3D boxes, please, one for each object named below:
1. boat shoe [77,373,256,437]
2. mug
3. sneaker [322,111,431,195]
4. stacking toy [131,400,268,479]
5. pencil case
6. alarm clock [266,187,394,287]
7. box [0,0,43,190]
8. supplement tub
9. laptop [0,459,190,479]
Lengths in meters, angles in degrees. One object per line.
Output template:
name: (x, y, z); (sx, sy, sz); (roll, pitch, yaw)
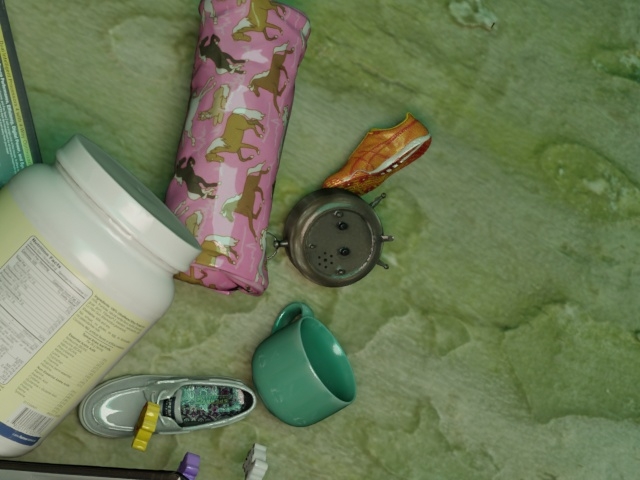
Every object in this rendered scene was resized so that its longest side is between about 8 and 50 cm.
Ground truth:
boat shoe: (-0.190, 0.206, 1.678); (0.228, 0.081, 0.079); (-3, 86, -21)
mug: (-0.027, 0.171, 1.727); (0.097, 0.157, 0.129); (-32, 105, 18)
sneaker: (0.070, -0.113, 1.826); (0.175, 0.064, 0.067); (-32, 69, -19)
stacking toy: (-0.183, 0.319, 1.652); (0.167, 0.052, 0.221); (22, 111, -15)
pencil case: (-0.112, -0.126, 1.693); (0.160, 0.167, 0.386); (17, 78, -40)
alarm clock: (0.000, 0.000, 1.764); (0.192, 0.064, 0.129); (-7, 106, -9)
box: (-0.524, -0.199, 1.586); (0.318, 0.097, 0.394); (-14, 90, -19)
supplement tub: (-0.318, 0.061, 1.520); (0.235, 0.235, 0.325); (43, 92, -12)
laptop: (-0.214, 0.443, 1.457); (0.408, 0.382, 0.236); (49, 50, -37)
